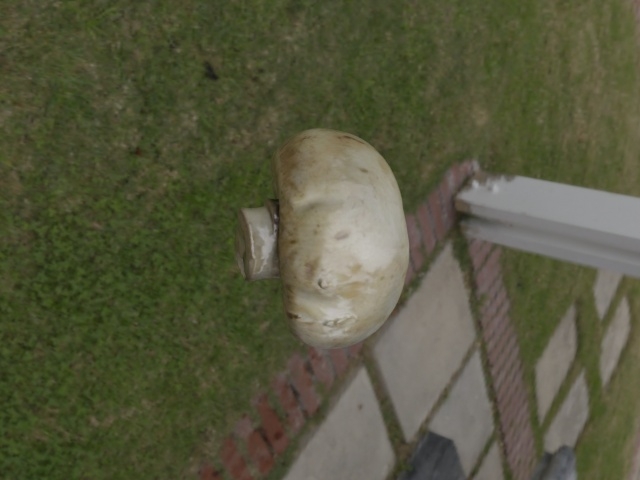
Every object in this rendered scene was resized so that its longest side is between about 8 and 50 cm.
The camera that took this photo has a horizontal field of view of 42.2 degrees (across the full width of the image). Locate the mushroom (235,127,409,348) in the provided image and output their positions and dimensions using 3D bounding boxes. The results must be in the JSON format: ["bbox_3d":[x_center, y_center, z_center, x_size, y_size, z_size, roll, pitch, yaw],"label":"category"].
[{"bbox_3d":[0.000,0.000,0.630,0.127,0.166,0.166,-11,118,-8],"label":"mushroom"}]
